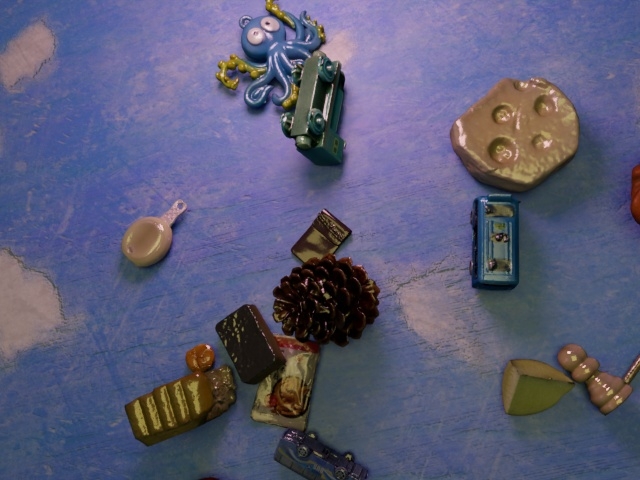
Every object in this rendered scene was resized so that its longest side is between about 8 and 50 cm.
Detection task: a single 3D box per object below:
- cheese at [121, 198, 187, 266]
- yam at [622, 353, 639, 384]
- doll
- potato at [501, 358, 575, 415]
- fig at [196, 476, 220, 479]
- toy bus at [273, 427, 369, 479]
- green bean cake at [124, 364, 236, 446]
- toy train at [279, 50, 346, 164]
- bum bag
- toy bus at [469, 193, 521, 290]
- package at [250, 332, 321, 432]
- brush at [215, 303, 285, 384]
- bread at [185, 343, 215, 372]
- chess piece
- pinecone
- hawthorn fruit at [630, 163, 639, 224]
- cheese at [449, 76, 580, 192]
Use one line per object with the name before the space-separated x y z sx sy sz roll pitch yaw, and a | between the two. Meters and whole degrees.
cheese | -0.475 -0.028 1.555 0.137 0.064 0.227 42 86 13
yam | 0.779 0.304 1.310 0.021 0.021 0.116 36 87 14
doll | -0.135 -0.559 1.597 0.346 0.099 0.341 -45 75 -5
potato | 0.526 0.368 1.324 0.149 0.081 0.120 11 110 -5
fig | -0.280 0.735 1.334 0.159 0.159 0.256 -3 95 8
toy bus | 0.001 0.562 1.345 0.237 0.079 0.094 26 107 13
green bean cake | -0.338 0.413 1.350 0.233 0.236 0.124 -24 78 5
toy train | -0.001 -0.371 1.496 0.120 0.194 0.297 0 72 35
bum bag | 0.000 0.000 1.494 0.109 0.026 0.159 39 86 14
toy bus | 0.449 0.001 1.369 0.114 0.134 0.246 2 79 9
package | -0.091 0.376 1.423 0.154 0.030 0.239 9 80 13
brush | -0.192 0.276 1.433 0.123 0.059 0.197 -37 67 8
bread | -0.328 0.324 1.463 0.083 0.046 0.080 0 73 12
chess piece | 0.652 0.326 1.292 0.094 0.094 0.170 -43 72 -2
pinecone | 0.005 0.159 1.332 0.247 0.292 0.246 5 98 36
hawthorn fruit | 0.913 -0.117 1.272 0.298 0.277 0.276 17 80 -7
cheese | 0.515 -0.286 1.431 0.327 0.115 0.317 9 80 10
